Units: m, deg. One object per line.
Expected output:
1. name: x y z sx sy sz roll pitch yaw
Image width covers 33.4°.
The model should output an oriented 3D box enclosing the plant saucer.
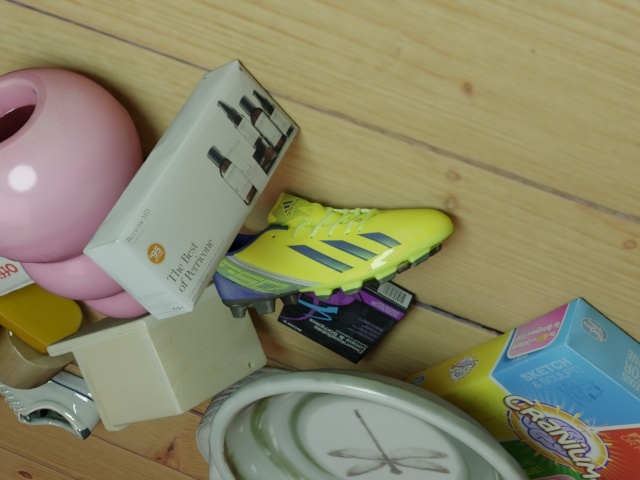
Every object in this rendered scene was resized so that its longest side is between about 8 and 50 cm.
1. plant saucer: 0.069 0.262 1.263 0.401 0.100 0.400 13 138 12

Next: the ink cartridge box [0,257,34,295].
1. ink cartridge box: -0.463 -0.058 1.314 0.197 0.114 0.273 -19 124 45

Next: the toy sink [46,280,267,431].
1. toy sink: -0.209 0.149 1.346 0.234 0.153 0.131 -17 96 44

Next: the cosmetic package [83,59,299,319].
1. cosmetic package: -0.112 -0.051 0.989 0.060 0.239 0.099 -17 127 46

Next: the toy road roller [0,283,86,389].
1. toy road roller: -0.520 0.130 1.482 0.330 0.240 0.202 36 144 -13

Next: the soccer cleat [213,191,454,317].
1. soccer cleat: -0.001 0.000 1.115 0.289 0.093 0.121 -16 91 32

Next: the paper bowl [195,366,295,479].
1. paper bowl: -0.042 0.316 1.497 0.284 0.148 0.284 16 144 12

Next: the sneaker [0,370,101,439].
1. sneaker: -0.471 0.245 1.727 0.258 0.091 0.094 17 144 13

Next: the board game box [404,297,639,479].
1. board game box: 0.268 0.204 1.222 0.242 0.064 0.316 36 144 -13

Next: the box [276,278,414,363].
1. box: 0.026 0.079 1.250 0.116 0.029 0.162 29 146 -3

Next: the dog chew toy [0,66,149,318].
1. dog chew toy: -0.258 -0.030 1.157 0.207 0.206 0.331 6 148 27
